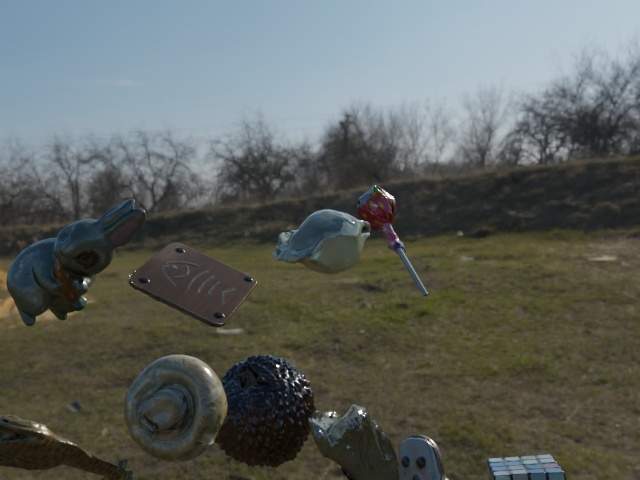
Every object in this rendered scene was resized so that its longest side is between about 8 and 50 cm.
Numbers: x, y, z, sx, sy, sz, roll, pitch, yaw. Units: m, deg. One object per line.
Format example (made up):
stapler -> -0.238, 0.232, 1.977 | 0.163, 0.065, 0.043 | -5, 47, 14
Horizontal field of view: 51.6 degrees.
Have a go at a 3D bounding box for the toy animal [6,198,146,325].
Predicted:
toy animal -> -0.389, 0.022, 1.048 | 0.251, 0.127, 0.125 | -43, 19, 17

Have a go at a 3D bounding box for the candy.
candy -> 0.214, 0.005, 1.882 | 0.124, 0.366, 0.124 | -21, -30, -13

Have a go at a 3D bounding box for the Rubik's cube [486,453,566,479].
Rubik's cube -> 0.463, 0.576, 1.477 | 0.155, 0.154, 0.151 | -8, -6, 9

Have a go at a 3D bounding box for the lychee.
lychee -> -0.128, 0.402, 1.527 | 0.267, 0.268, 0.267 | -3, 1, 0

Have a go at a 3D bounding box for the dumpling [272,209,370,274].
dumpling -> 0.000, 0.000, 1.511 | 0.258, 0.147, 0.193 | -24, 23, -38

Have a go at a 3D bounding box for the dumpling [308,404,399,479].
dumpling -> 0.079, 0.362, 1.168 | 0.086, 0.332, 0.166 | -29, 37, 8

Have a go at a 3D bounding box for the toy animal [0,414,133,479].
toy animal -> -0.370, 0.285, 0.882 | 0.275, 0.054, 0.149 | 17, -47, -30

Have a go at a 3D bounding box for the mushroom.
mushroom -> -0.229, 0.267, 1.050 | 0.166, 0.166, 0.127 | -3, -2, 4

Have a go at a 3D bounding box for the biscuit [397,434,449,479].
biscuit -> 0.275, 0.653, 1.858 | 0.049, 0.208, 0.181 | 9, -32, -40

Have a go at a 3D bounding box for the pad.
pad -> -0.343, 0.112, 1.811 | 0.283, 0.018, 0.286 | 25, 26, 5
